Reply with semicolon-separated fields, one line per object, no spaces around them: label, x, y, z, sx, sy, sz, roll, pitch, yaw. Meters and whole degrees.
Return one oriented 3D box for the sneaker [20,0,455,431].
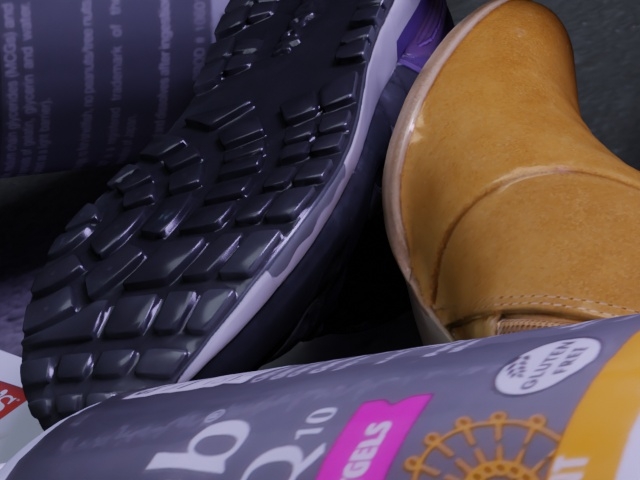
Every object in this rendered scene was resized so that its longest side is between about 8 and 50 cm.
sneaker;0.000;0.000;0.682;0.107;0.124;0.283;-8;34;33

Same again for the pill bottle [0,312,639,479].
pill bottle;0.009;0.107;0.420;0.278;0.162;0.162;-12;27;41

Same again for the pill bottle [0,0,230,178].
pill bottle;-0.164;-0.130;0.833;0.363;0.210;0.210;-7;24;-15

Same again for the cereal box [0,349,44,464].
cereal box;-0.153;0.132;0.631;0.240;0.047;0.173;-39;32;-30

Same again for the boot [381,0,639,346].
boot;0.121;0.021;0.594;0.211;0.104;0.295;-1;42;24
